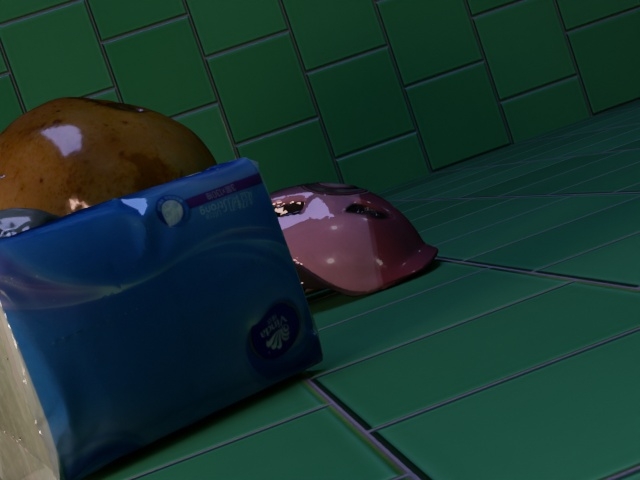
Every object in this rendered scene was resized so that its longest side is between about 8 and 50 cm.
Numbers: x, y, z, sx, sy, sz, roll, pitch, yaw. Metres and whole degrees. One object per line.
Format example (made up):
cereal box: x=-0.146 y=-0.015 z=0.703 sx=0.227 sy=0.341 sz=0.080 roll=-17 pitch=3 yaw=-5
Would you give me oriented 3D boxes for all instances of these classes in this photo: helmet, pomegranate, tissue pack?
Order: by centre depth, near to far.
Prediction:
tissue pack: x=-0.156 y=0.062 z=1.029 sx=0.263 sy=0.198 sz=0.146 roll=-22 pitch=4 yaw=-37
helmet: x=0.000 y=0.000 z=1.517 sx=0.253 sy=0.154 sz=0.198 roll=-23 pitch=3 yaw=10
pomegranate: x=-0.356 y=-0.034 z=2.003 sx=0.416 sy=0.417 sz=0.416 roll=-19 pitch=4 yaw=1

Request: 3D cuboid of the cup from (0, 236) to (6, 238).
cup: x=-0.429 y=0.069 z=1.385 sx=0.288 sy=0.203 sz=0.203 roll=12 pitch=3 yaw=-3

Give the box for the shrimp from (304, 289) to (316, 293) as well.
shrimp: x=-0.009 y=0.040 z=1.708 sx=0.166 sy=0.049 sz=0.161 roll=-17 pitch=7 yaw=2

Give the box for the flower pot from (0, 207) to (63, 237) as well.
flower pot: x=-0.394 y=0.080 z=1.617 sx=0.195 sy=0.246 sz=0.246 roll=-24 pitch=3 yaw=17
